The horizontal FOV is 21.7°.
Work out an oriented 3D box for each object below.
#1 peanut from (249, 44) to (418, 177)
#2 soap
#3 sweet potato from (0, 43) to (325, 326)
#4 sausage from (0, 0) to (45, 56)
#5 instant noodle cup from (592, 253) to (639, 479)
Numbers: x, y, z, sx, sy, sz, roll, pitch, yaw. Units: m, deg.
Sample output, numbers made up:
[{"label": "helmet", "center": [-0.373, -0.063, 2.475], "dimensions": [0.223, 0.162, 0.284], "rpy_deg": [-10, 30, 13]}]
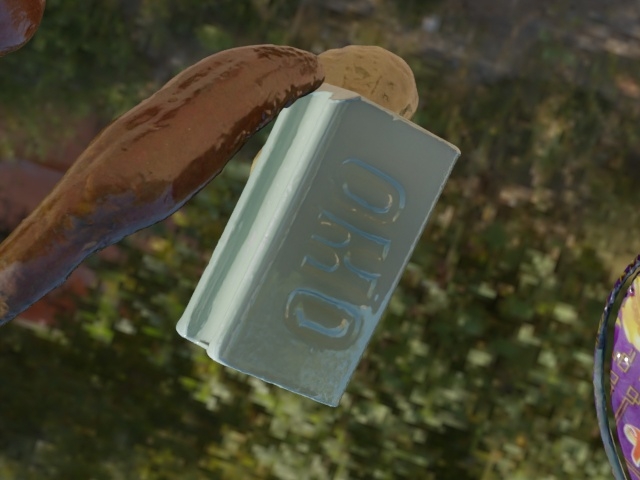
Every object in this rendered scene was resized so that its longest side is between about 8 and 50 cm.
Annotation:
[{"label": "peanut", "center": [0.007, -0.096, 1.530], "dimensions": [0.123, 0.124, 0.257], "rpy_deg": [19, -142, 14]}, {"label": "soap", "center": [0.000, 0.000, 1.132], "dimensions": [0.119, 0.198, 0.066], "rpy_deg": [24, -178, -38]}, {"label": "sweet potato", "center": [-0.093, -0.038, 0.881], "dimensions": [0.058, 0.255, 0.078], "rpy_deg": [49, 160, -1]}, {"label": "sausage", "center": [-0.294, -0.232, 1.367], "dimensions": [0.113, 0.114, 0.259], "rpy_deg": [19, 163, 13]}, {"label": "instant noodle cup", "center": [0.376, 0.083, 1.001], "dimensions": [0.266, 0.340, 0.340], "rpy_deg": [-30, -150, -32]}]
